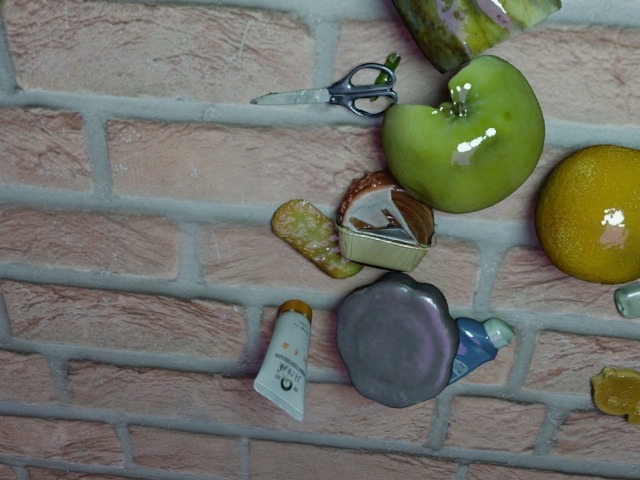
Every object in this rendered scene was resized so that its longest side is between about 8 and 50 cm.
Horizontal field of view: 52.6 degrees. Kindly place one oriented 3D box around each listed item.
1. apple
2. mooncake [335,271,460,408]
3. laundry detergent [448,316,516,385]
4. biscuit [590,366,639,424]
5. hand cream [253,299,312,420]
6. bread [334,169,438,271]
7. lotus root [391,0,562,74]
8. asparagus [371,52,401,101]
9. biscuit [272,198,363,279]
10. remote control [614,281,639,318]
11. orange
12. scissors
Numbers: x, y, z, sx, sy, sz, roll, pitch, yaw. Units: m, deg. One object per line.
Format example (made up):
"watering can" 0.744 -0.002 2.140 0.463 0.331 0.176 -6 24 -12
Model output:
"apple" 0.268 -0.174 1.195 0.295 0.258 0.234 -21 76 12
"mooncake" 0.178 0.222 1.491 0.306 0.154 0.306 4 102 17
"laundry detergent" 0.333 0.268 1.590 0.289 0.094 0.143 -31 105 19
"biscuit" 0.806 0.393 1.648 0.248 0.035 0.184 10 122 0
"hand cream" -0.082 0.262 1.492 0.139 0.314 0.089 39 121 -21
"bread" 0.143 -0.040 1.379 0.224 0.142 0.212 11 126 -1
"lotus root" 0.216 -0.464 1.045 0.250 0.250 0.346 -25 109 20
"asparagus" 0.125 -0.321 1.273 0.025 0.021 0.108 28 122 -3
"biscuit" 0.000 0.000 1.487 0.247 0.029 0.118 39 111 -17
"remote control" 0.832 0.109 1.463 0.309 0.038 0.090 -18 118 16
"orange" 0.553 -0.050 1.261 0.274 0.274 0.274 3 123 4
"scissors" 0.004 -0.289 1.294 0.299 0.022 0.109 -2 118 15
